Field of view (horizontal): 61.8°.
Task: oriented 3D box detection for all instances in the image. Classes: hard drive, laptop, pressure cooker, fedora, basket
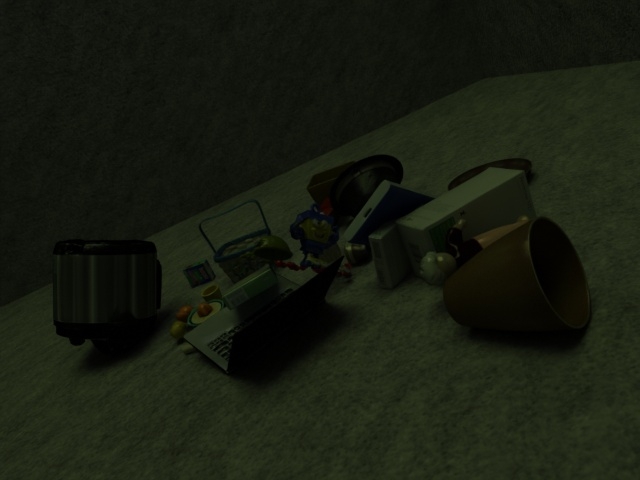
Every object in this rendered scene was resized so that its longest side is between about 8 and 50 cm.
[{"bbox_3d":[0.230,-0.067,1.635,0.319,0.040,0.210,7,-55,-51],"label":"hard drive"},{"bbox_3d":[-0.180,0.174,1.557,0.382,0.236,0.408,-34,36,-30],"label":"laptop"},{"bbox_3d":[-0.794,0.206,1.982,0.376,0.419,0.370,1,1,4],"label":"pressure cooker"},{"bbox_3d":[0.209,-0.184,2.162,0.334,0.334,0.152,-25,52,-3],"label":"fedora"},{"bbox_3d":[0.000,0.000,1.961,0.113,0.167,0.103,-25,25,-2],"label":"basket"},{"bbox_3d":[-0.302,0.007,2.087,0.255,0.288,0.201,-23,14,11],"label":"basket"}]

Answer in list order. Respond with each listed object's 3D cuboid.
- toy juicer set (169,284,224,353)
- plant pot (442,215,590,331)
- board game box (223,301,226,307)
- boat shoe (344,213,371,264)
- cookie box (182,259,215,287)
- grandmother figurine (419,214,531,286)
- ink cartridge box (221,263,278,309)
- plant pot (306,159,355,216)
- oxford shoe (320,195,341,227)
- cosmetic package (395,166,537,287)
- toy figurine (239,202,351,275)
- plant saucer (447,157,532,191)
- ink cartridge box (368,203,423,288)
[{"bbox_3d":[-0.414,0.266,1.792,0.209,0.089,0.329,-28,26,-7],"label":"toy juicer set"},{"bbox_3d":[0.404,0.102,1.165,0.254,0.237,0.237,-27,12,42],"label":"plant pot"},{"bbox_3d":[-0.246,0.222,1.850,0.136,0.030,0.260,-29,20,-21],"label":"board game box"},{"bbox_3d":[0.160,-0.013,1.914,0.093,0.102,0.285,-9,27,23],"label":"boat shoe"},{"bbox_3d":[-0.518,0.141,2.286,0.107,0.091,0.040,-21,22,9],"label":"cookie box"},{"bbox_3d":[0.402,0.029,1.374,0.343,0.104,0.207,-19,53,-18],"label":"grandmother figurine"},{"bbox_3d":[-0.222,0.138,1.704,0.171,0.056,0.235,-31,9,-4],"label":"ink cartridge box"},{"bbox_3d":[0.083,-0.217,2.406,0.212,0.187,0.212,-19,20,16],"label":"plant pot"},{"bbox_3d":[0.024,-0.073,2.250,0.097,0.098,0.271,2,51,52],"label":"oxford shoe"},{"bbox_3d":[0.425,-0.047,1.542,0.366,0.196,0.155,-30,20,-14],"label":"cosmetic package"},{"bbox_3d":[-0.061,-0.020,1.730,0.363,0.217,0.191,16,-15,-33],"label":"toy figurine"},{"bbox_3d":[0.634,-0.224,2.000,0.311,0.050,0.310,-21,20,8],"label":"plant saucer"},{"bbox_3d":[0.243,0.012,1.608,0.056,0.180,0.225,10,37,41],"label":"ink cartridge box"}]
